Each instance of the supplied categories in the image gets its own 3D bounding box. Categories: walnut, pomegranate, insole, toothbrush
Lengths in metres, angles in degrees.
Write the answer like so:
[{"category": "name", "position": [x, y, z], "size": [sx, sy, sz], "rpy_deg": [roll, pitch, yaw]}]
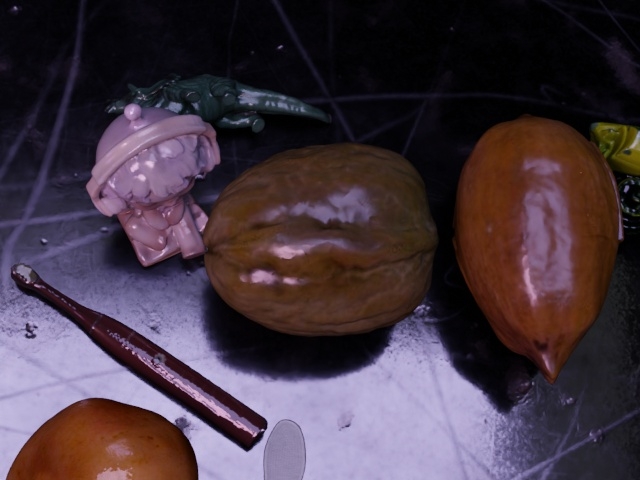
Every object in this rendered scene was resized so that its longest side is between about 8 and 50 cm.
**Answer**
[{"category": "walnut", "position": [0.264, 0.010, 1.278], "size": [0.209, 0.209, 0.336], "rpy_deg": [2, 69, -7]}, {"category": "walnut", "position": [0.000, 0.000, 1.230], "size": [0.283, 0.283, 0.227], "rpy_deg": [-4, 101, -9]}, {"category": "pomegranate", "position": [-0.224, 0.270, 1.108], "size": [0.209, 0.209, 0.209], "rpy_deg": [3, 69, -7]}, {"category": "insole", "position": [-0.049, 0.286, 1.233], "size": [0.053, 0.002, 0.152], "rpy_deg": [15, 68, -2]}, {"category": "toothbrush", "position": [-0.219, 0.131, 1.249], "size": [0.364, 0.041, 0.041], "rpy_deg": [34, 69, 5]}]

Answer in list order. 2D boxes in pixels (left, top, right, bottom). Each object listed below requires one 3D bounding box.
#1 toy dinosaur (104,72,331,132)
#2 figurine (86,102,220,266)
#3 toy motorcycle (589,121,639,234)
[{"category": "toy dinosaur", "position": [-0.129, -0.170, 1.341], "size": [0.292, 0.079, 0.120], "rpy_deg": [4, 28, -2]}, {"category": "figurine", "position": [-0.193, -0.070, 1.229], "size": [0.162, 0.237, 0.141], "rpy_deg": [-26, 68, -19]}, {"category": "toy motorcycle", "position": [0.517, -0.095, 1.382], "size": [0.342, 0.142, 0.206], "rpy_deg": [5, 68, -8]}]
